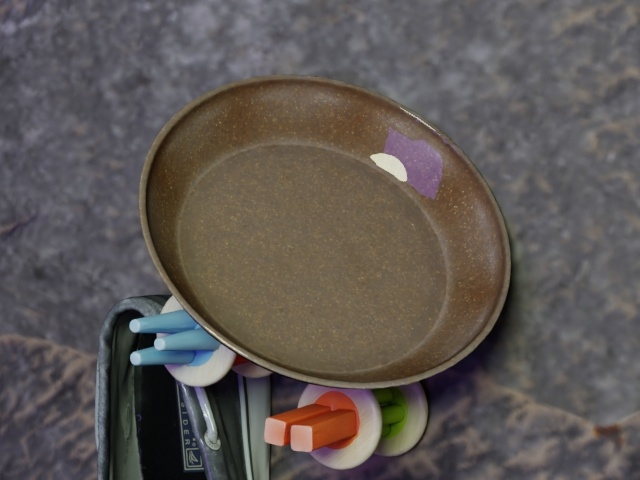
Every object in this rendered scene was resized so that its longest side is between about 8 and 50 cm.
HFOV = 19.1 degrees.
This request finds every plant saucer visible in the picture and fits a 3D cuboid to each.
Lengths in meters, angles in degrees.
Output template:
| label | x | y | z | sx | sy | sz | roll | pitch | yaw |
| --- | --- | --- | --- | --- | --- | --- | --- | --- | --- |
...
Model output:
| label | x | y | z | sx | sy | sz | roll | pitch | yaw |
| --- | --- | --- | --- | --- | --- | --- | --- | --- | --- |
| plant saucer | 0.000 | 0.000 | 0.988 | 0.199 | 0.198 | 0.036 | 54 | 146 | 21 |

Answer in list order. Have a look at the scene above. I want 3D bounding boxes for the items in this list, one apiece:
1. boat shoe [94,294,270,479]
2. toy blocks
| label | x | y | z | sx | sy | sz | roll | pitch | yaw |
| --- | --- | --- | --- | --- | --- | --- | --- | --- | --- |
| boat shoe | -0.075 | 0.178 | 1.044 | 0.108 | 0.102 | 0.301 | -6 | 84 | 29 |
| toy blocks | -0.025 | 0.072 | 0.995 | 0.123 | 0.148 | 0.054 | 46 | 116 | 24 |
